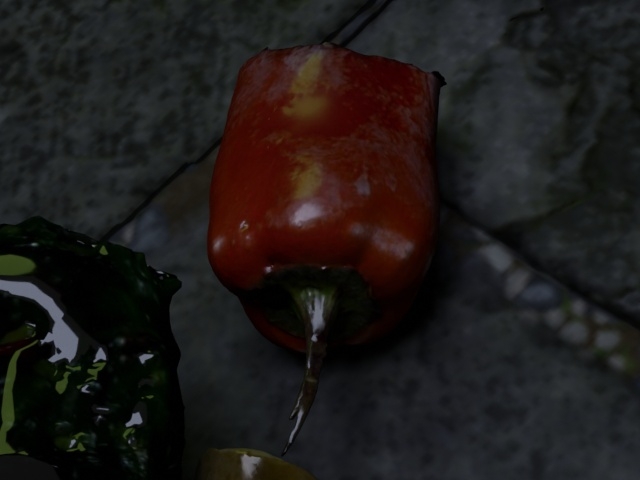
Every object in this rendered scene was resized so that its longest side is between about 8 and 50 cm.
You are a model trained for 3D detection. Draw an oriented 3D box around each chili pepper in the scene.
[{"bbox_3d":[0.000,0.000,0.743,0.086,0.084,0.192,-32,38,41],"label":"chili pepper"}]

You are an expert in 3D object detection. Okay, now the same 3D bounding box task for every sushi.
[{"bbox_3d":[-0.106,0.102,0.661,0.124,0.127,0.225,8,56,-7],"label":"sushi"}]

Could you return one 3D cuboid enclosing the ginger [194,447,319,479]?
[{"bbox_3d":[0.064,0.150,0.620,0.299,0.065,0.118,26,70,36],"label":"ginger"}]
